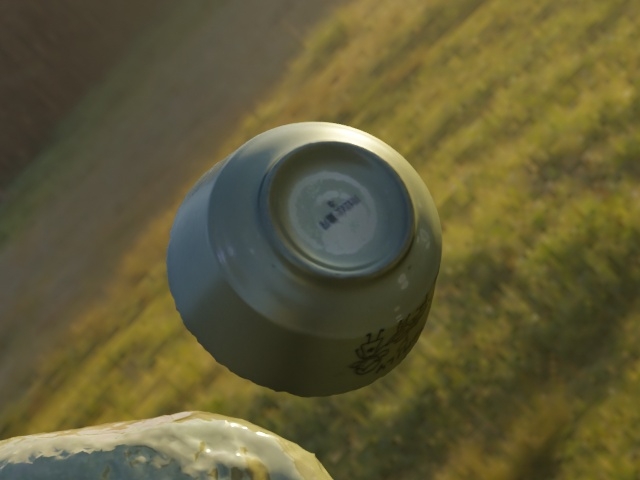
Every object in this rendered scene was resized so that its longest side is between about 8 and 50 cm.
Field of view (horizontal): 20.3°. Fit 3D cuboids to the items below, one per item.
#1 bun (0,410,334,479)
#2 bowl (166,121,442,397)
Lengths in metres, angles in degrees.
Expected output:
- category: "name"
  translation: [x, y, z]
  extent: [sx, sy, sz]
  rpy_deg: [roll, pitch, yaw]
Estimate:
- category: "bun"
  translation: [-0.076, 0.190, 0.765]
  extent: [0.244, 0.244, 0.153]
  rpy_deg: [-43, -10, 17]
- category: "bowl"
  translation: [0.000, 0.000, 1.310]
  extent: [0.211, 0.211, 0.112]
  rpy_deg: [-54, -1, -28]
